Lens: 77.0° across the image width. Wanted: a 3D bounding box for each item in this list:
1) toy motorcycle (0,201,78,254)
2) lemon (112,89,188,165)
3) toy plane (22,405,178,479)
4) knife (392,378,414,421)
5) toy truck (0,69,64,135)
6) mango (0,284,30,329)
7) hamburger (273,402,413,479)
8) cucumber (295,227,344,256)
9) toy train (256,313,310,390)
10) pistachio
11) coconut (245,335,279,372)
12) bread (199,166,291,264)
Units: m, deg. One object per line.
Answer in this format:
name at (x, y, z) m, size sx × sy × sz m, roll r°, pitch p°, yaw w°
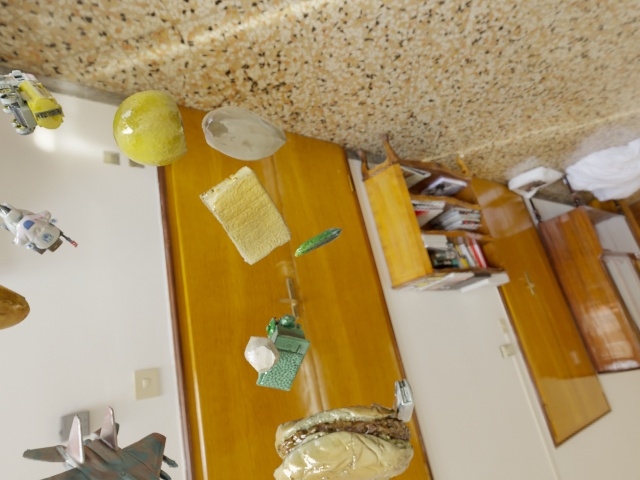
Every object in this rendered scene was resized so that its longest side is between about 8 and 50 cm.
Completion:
toy motorcycle at (-0.707, -0.024, 0.996) m, size 0.150 × 0.102 × 0.221 m, roll 32°, pitch 158°, yaw -2°
lemon at (-0.559, -0.360, 1.314) m, size 0.219 × 0.240 × 0.240 m, roll -15°, pitch 163°, yaw -15°
toy plane at (-0.267, 0.365, 0.569) m, size 0.326 × 0.104 × 0.223 m, roll 28°, pitch -172°, yaw 28°
knife at (0.183, 0.363, 0.910) m, size 0.041 × 0.073 × 0.265 m, roll -8°, pitch 149°, yaw 4°
toy truck at (-0.744, -0.352, 1.027) m, size 0.114 × 0.227 × 0.098 m, roll -29°, pitch 142°, yaw -31°
mango at (-0.866, 0.164, 1.017) m, size 0.109 × 0.147 × 0.227 m, roll 11°, pitch 176°, yaw 43°
hamburger at (0.050, 0.440, 0.834) m, size 0.283 × 0.144 × 0.259 m, roll -25°, pitch 137°, yaw 6°
cucumber at (0.000, 0.000, 1.154) m, size 0.168 × 0.039 × 0.039 m, roll -27°, pitch 165°, yaw -13°
toy train at (-0.151, 0.420, 1.549) m, size 0.145 × 0.202 × 0.265 m, roll 17°, pitch 108°, yaw -17°
pistachio at (-0.300, -0.421, 1.595) m, size 0.332 × 0.226 × 0.207 m, roll 12°, pitch 150°, yaw -11°
coconut at (-0.200, 0.376, 1.353) m, size 0.110 × 0.124 × 0.110 m, roll -38°, pitch 178°, yaw -2°
bread at (-0.234, -0.076, 1.305) m, size 0.185 × 0.274 × 0.114 m, roll -36°, pitch -151°, yaw -10°
